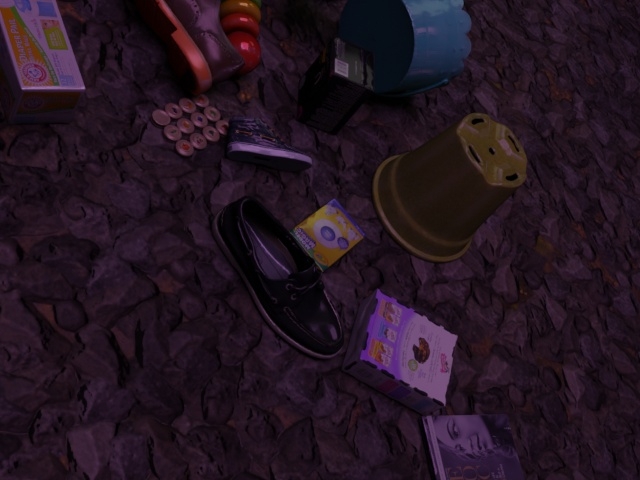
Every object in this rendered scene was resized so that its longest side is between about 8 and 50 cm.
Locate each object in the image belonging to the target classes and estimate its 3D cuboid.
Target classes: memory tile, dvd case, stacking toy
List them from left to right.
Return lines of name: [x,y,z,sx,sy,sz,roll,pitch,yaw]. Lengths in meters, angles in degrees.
memory tile: [-0.250,-0.229,1.547,0.113,0.012,0.148,51,48,3]
stacking toy: [-0.174,-0.503,1.694,0.141,0.141,0.331,8,63,-30]
dvd case: [0.295,0.415,1.515,0.221,0.018,0.165,6,60,-31]

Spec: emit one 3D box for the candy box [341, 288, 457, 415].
candy box: [0.154,0.214,1.509,0.196,0.070,0.165,31,49,-14]

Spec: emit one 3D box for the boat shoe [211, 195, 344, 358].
boat shoe: [-0.058,0.059,1.431,0.127,0.113,0.340,-28,81,-42]

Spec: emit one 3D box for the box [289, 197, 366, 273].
box: [0.000,0.000,1.556,0.105,0.043,0.179,49,49,2]

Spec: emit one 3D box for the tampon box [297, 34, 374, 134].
tampon box: [0.031,-0.331,1.699,0.101,0.161,0.121,19,53,-23]

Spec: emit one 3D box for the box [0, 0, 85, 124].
box: [-0.498,-0.312,1.367,0.114,0.103,0.203,-10,69,-38]

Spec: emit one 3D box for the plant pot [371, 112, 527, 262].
plant pot: [0.292,-0.128,1.689,0.276,0.254,0.276,17,55,-26]

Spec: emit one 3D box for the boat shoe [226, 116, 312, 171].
boat shoe: [-0.100,-0.195,1.586,0.183,0.065,0.083,10,68,-27]

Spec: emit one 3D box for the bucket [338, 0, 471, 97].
bucket: [0.185,-0.469,1.823,0.183,0.281,0.281,-18,74,-39]

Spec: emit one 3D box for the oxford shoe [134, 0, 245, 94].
oxford shoe: [-0.280,-0.470,1.580,0.132,0.130,0.364,-28,90,-21]
